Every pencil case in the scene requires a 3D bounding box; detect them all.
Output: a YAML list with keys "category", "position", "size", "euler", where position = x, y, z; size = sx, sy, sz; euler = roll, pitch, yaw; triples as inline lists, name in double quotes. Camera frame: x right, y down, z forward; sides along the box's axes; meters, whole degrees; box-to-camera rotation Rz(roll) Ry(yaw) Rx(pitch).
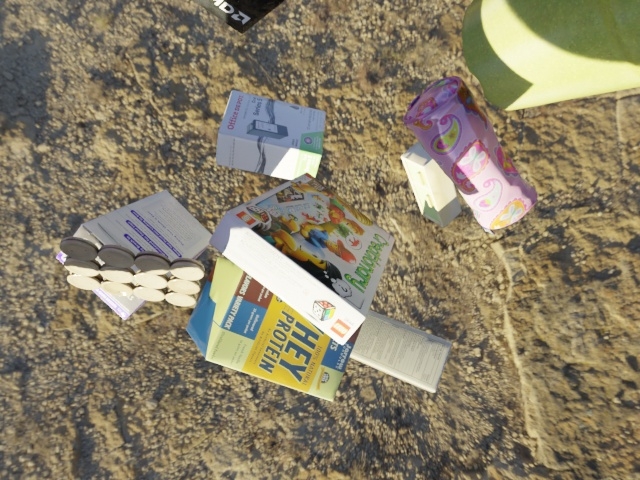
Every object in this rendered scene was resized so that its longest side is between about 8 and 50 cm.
- category: "pencil case"
  position: [0.265, -0.145, 0.775]
  size: [0.124, 0.124, 0.284]
  euler: [-48, 115, -6]

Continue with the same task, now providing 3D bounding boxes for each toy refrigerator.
- category: "toy refrigerator"
  position: [0.344, -0.169, 1.355]
  size: [0.094, 0.270, 0.102]
  euler: [-40, 44, -8]

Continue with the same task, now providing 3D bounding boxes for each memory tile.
- category: "memory tile"
  position: [-0.210, 0.038, 0.496]
  size: [0.147, 0.113, 0.012]
  euler: [13, 55, -15]

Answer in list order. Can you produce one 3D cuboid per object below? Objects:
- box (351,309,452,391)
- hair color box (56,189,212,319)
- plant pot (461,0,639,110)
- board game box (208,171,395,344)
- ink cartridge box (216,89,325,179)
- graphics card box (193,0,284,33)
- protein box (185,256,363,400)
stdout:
- category: "box"
  position: [0.200, 0.306, 1.256]
  size: [0.310, 0.121, 0.148]
  euler: [21, 74, 17]
- category: "hair color box"
  position: [-0.394, 0.014, 1.000]
  size: [0.110, 0.339, 0.185]
  euler: [-43, 97, 16]
- category: "plant pot"
  position: [0.339, -0.292, 0.565]
  size: [0.275, 0.253, 0.277]
  euler: [3, 85, -33]
- category: "board game box"
  position: [0.000, 0.000, 0.620]
  size: [0.193, 0.305, 0.053]
  euler: [37, 113, 2]
- category: "ink cartridge box"
  position: [-0.133, -0.285, 1.205]
  size: [0.272, 0.115, 0.199]
  euler: [11, 50, -8]
- category: "graphics card box"
  position: [0.020, -0.362, 0.359]
  size: [0.370, 0.094, 0.233]
  euler: [-6, 70, 46]
- category: "protein box"
  position: [-0.079, 0.130, 0.693]
  size: [0.201, 0.199, 0.136]
  euler: [26, 81, -23]
